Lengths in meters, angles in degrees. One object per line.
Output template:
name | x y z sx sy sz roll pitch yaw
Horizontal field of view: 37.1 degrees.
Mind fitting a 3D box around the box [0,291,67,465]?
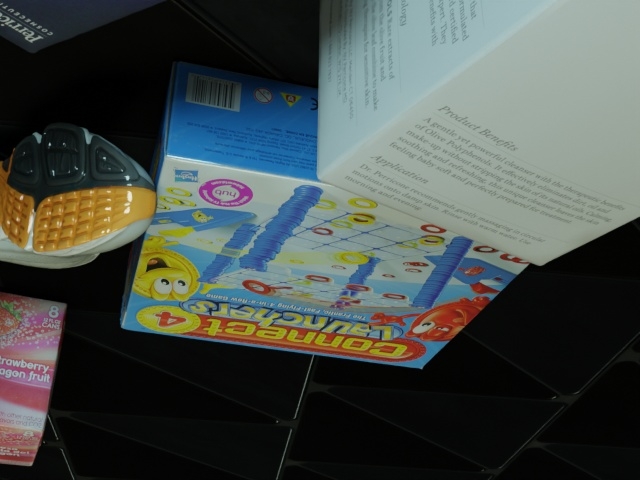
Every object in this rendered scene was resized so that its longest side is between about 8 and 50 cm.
box | -0.436 0.131 1.010 0.300 0.154 0.142 12 149 -16

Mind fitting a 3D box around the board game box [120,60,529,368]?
board game box | 0.000 0.000 0.816 0.308 0.086 0.302 9 150 -13

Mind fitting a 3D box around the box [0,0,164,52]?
box | -0.110 -0.190 0.436 0.207 0.108 0.153 -14 159 26

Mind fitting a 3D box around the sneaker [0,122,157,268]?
sneaker | -0.199 -0.024 0.756 0.262 0.099 0.121 0 166 43

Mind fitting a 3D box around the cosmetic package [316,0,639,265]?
cosmetic package | 0.177 -0.137 0.492 0.197 0.155 0.365 20 145 -31
